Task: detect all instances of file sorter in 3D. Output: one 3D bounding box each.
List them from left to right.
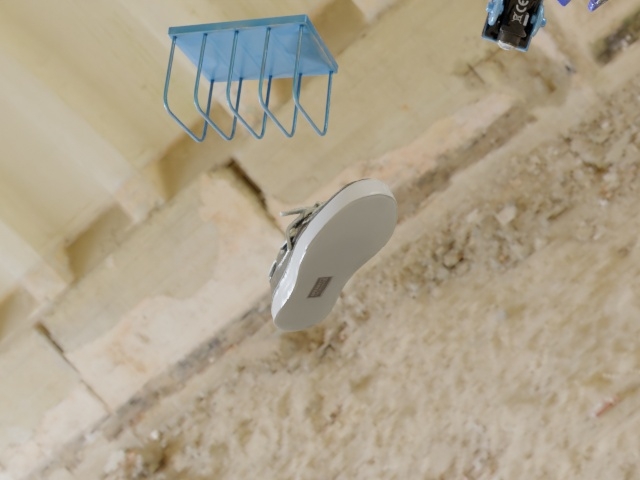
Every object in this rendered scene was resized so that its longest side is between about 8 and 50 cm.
[{"bbox_3d":[-0.082,-0.181,1.142,0.170,0.118,0.104,0,70,20],"label":"file sorter"}]

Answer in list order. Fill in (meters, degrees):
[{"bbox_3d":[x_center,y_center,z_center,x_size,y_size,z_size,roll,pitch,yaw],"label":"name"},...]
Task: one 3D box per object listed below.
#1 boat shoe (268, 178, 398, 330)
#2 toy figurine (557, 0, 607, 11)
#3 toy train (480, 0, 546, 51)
[{"bbox_3d":[0.004,0.000,1.264,0.113,0.104,0.306,-5,-31,-21],"label":"boat shoe"},{"bbox_3d":[0.477,-0.501,1.775,0.217,0.362,0.191,-43,11,34],"label":"toy figurine"},{"bbox_3d":[0.258,-0.329,1.246,0.105,0.080,0.184,-89,16,-84],"label":"toy train"}]
